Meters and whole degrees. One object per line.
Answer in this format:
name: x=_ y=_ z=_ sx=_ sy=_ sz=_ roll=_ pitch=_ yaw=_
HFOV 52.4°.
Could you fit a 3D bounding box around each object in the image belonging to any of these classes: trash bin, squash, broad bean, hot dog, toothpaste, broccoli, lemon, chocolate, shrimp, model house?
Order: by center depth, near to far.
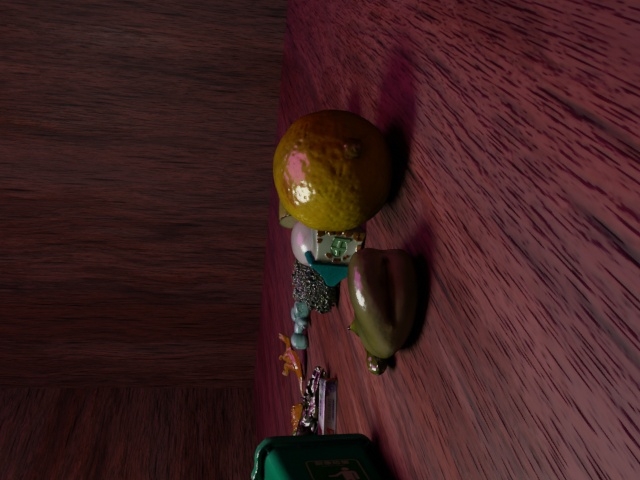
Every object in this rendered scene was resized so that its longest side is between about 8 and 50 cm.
broad bean: x=0.115 y=0.115 z=1.177 sx=0.263 sy=0.121 sz=0.189 roll=80 pitch=-179 yaw=-62
trash bin: x=0.014 y=0.551 z=1.200 sx=0.381 sy=0.259 sz=0.295 roll=-165 pitch=78 yaw=-77
lemon: x=0.024 y=-0.139 z=1.306 sx=0.267 sy=0.268 sz=0.267 roll=-178 pitch=90 yaw=-80
broad bean: x=0.100 y=0.212 z=1.355 sx=0.052 sy=0.053 sz=0.256 roll=55 pitch=180 yaw=-17
model house: x=0.031 y=0.033 z=1.553 sx=0.100 sy=0.127 sz=0.148 roll=-118 pitch=34 yaw=-70
chocolate: x=-0.004 y=-0.006 z=1.705 sx=0.221 sy=0.147 sz=0.221 roll=-178 pitch=90 yaw=-85
toothpaste: x=0.021 y=0.471 z=1.759 sx=0.040 sy=0.047 sz=0.196 roll=175 pitch=97 yaw=-65
shrimp: x=-0.046 y=0.568 z=1.797 sx=0.272 sy=0.085 sz=0.444 roll=63 pitch=-142 yaw=-76
broccoli: x=-0.009 y=0.121 z=1.818 sx=0.154 sy=0.167 sz=0.160 roll=-58 pitch=-26 yaw=-12
hot dog: x=-0.071 y=0.629 z=2.189 sx=0.072 sy=0.055 sz=0.188 roll=102 pitch=165 yaw=-49
squash: x=-0.090 y=-0.146 z=2.287 sx=0.123 sy=0.123 sz=0.186 roll=120 pitch=150 yaw=-69

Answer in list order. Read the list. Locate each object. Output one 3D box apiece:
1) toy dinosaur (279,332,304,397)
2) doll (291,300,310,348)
toy dinosaur: x=-0.083 y=0.430 z=2.263 sx=0.212 sy=0.057 sz=0.142 roll=42 pitch=137 yaw=37
doll: x=-0.071 y=0.296 z=2.252 sx=0.159 sy=0.059 sz=0.158 roll=115 pitch=156 yaw=-61
